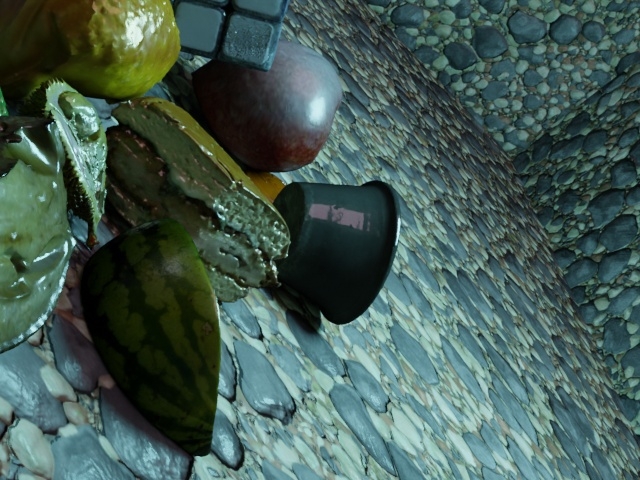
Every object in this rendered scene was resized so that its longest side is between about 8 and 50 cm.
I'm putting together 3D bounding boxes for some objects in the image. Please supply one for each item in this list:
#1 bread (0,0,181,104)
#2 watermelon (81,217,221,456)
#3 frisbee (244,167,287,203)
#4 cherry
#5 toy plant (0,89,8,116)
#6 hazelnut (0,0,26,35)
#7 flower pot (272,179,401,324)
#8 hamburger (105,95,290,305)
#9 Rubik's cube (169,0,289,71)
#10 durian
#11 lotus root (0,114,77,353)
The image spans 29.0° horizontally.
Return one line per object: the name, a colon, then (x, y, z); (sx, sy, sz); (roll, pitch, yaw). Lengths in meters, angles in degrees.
bread: (-0.346, -0.350, 1.583); (0.394, 0.250, 0.361); (53, 18, 3)
watermelon: (-0.203, 0.086, 1.399); (0.128, 0.159, 0.303); (-6, 49, -24)
frisbee: (-0.055, -0.054, 2.086); (0.192, 0.035, 0.192); (45, 18, -19)
cherry: (-0.085, -0.238, 2.062); (0.239, 0.206, 0.239); (10, 72, -34)
toy plant: (-0.383, -0.135, 1.359); (0.240, 0.088, 0.154); (63, 1, -3)
hazelnut: (-0.459, -0.296, 1.039); (0.429, 0.402, 0.402); (58, 12, -36)
flower pot: (0.000, 0.000, 1.884); (0.148, 0.235, 0.235); (18, 33, -25)
hamburger: (-0.177, -0.062, 1.627); (0.282, 0.155, 0.245); (34, 18, -55)
Rubik's cube: (-0.193, -0.501, 1.929); (0.343, 0.337, 0.344); (13, 25, -7)
durian: (-0.303, -0.088, 1.469); (0.146, 0.102, 0.208); (-48, 123, -72)
lotus root: (-0.343, -0.004, 1.151); (0.314, 0.141, 0.210); (-43, 132, -76)
